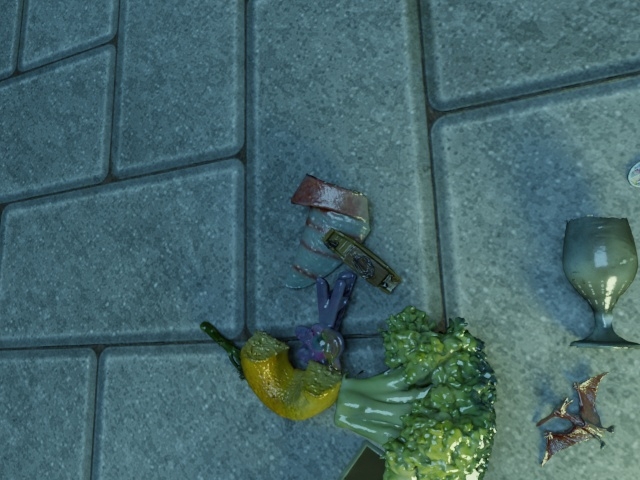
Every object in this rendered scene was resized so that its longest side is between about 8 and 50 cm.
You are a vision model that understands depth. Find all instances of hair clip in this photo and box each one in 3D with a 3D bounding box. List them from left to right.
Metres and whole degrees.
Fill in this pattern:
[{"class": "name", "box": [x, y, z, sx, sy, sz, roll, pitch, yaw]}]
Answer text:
[{"class": "hair clip", "box": [0.008, 0.198, 1.110, 0.137, 0.090, 0.279, 11, 84, 31]}]

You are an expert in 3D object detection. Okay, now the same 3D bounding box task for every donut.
[{"class": "donut", "box": [-0.070, 0.324, 1.092, 0.258, 0.101, 0.152, 19, 120, 27]}]

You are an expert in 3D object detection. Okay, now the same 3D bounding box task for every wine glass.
[{"class": "wine glass", "box": [0.514, 0.078, 0.895, 0.126, 0.126, 0.242, -4, 80, 23]}]

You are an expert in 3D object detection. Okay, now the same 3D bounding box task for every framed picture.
[{"class": "framed picture", "box": [0.103, 0.510, 0.980, 0.141, 0.183, 0.011, 26, 132, 25]}]

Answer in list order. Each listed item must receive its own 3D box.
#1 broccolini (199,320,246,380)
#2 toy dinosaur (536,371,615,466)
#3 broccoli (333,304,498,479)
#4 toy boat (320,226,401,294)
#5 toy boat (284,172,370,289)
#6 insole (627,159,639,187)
[{"class": "broccolini", "box": [-0.233, 0.280, 1.230, 0.216, 0.058, 0.067, 28, 51, 32]}, {"class": "toy dinosaur", "box": [0.480, 0.340, 0.909, 0.108, 0.032, 0.220, 31, 95, 23]}, {"class": "broccoli", "box": [0.168, 0.318, 0.889, 0.280, 0.294, 0.348, 11, 48, 6]}, {"class": "toy boat", "box": [0.088, 0.044, 1.086, 0.200, 0.077, 0.057, 39, 101, 3]}, {"class": "toy boat", "box": [0.000, 0.000, 1.165, 0.206, 0.096, 0.283, 22, 98, 10]}, {"class": "insole", "box": [0.687, -0.159, 0.929, 0.193, 0.006, 0.065, -27, 71, 17]}]
